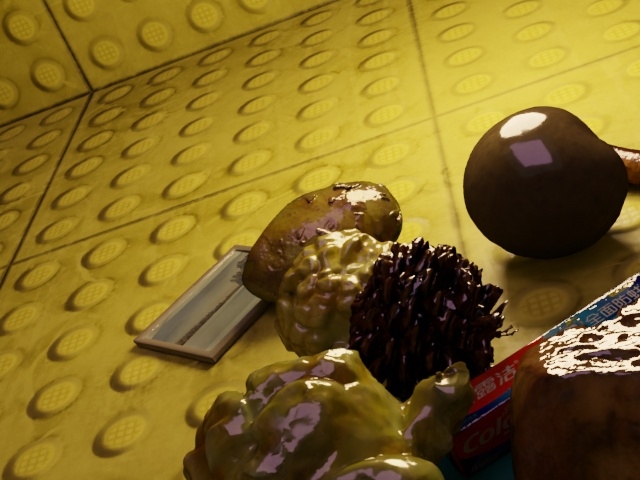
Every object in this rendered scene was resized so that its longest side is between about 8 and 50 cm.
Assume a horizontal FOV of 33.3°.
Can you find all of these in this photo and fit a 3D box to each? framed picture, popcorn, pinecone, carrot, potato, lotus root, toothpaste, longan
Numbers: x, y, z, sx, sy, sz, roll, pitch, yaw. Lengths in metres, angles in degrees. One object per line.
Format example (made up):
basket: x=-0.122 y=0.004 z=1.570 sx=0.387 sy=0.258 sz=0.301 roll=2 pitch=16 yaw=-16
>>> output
framed picture: x=-0.168 y=0.104 z=1.895 sx=0.213 sy=0.016 sz=0.289 roll=6 pitch=40 yaw=43
popcorn: x=-0.004 y=0.256 z=1.153 sx=0.279 sy=0.335 sz=0.274 roll=18 pitch=19 yaw=5
pinecone: x=0.136 y=0.109 z=1.345 sx=0.222 sy=0.221 sz=0.221 roll=-19 pitch=29 yaw=11
carrot: x=0.518 y=-0.112 z=1.699 sx=0.066 sy=0.066 sz=0.314 roll=-40 pitch=35 yaw=-26
potato: x=0.000 y=0.000 z=1.806 sx=0.298 sy=0.141 sz=0.176 roll=-29 pitch=42 yaw=-11
popcorn: x=0.044 y=0.092 z=1.583 sx=0.235 sy=0.216 sz=0.181 roll=-34 pitch=56 yaw=-30
lotus root: x=0.340 y=0.178 z=1.110 sx=0.316 sy=0.250 sz=0.316 roll=-11 pitch=30 yaw=7
toothpaste: x=0.278 y=0.157 z=1.271 sx=0.320 sy=0.076 sz=0.066 roll=-32 pitch=33 yaw=-10
longan: x=0.341 y=-0.089 z=1.621 sx=0.248 sy=0.248 sz=0.248 roll=-19 pitch=29 yaw=11

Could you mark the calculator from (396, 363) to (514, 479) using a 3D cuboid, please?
calculator: x=0.211 y=0.245 z=1.321 sx=0.274 sy=0.058 sz=0.248 roll=-14 pitch=31 yaw=18
